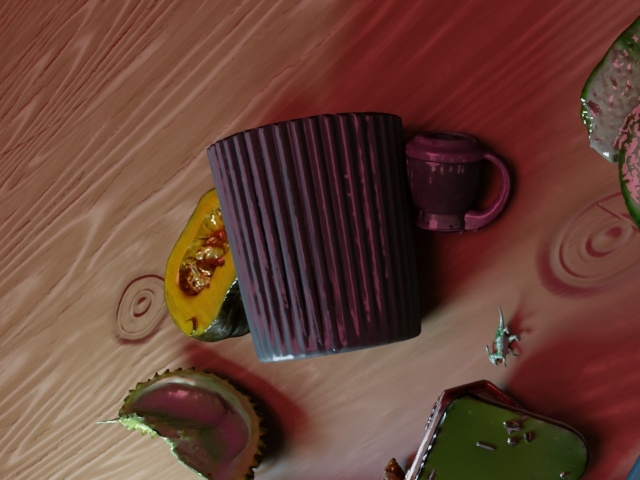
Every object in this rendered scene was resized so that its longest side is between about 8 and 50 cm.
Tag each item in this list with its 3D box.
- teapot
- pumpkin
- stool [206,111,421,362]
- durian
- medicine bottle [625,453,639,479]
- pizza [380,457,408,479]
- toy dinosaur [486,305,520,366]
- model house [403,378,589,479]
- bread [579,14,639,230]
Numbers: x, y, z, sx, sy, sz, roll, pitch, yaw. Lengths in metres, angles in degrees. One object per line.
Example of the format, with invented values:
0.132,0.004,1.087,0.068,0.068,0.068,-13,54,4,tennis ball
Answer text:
0.194,-0.081,1.516,0.116,0.148,0.146,-119,30,-71,teapot
-0.136,0.045,1.789,0.317,0.139,0.222,-54,53,25,pumpkin
0.000,0.000,1.562,0.297,0.297,0.330,-11,86,42,stool
-0.217,0.326,1.835,0.355,0.169,0.158,20,105,40,durian
0.410,0.299,1.312,0.124,0.079,0.258,40,115,36,medicine bottle
0.113,0.426,1.575,0.154,0.069,0.194,-10,78,24,pizza
0.256,0.140,1.497,0.062,0.021,0.083,-37,66,51,toy dinosaur
0.232,0.316,1.463,0.207,0.154,0.294,17,116,-2,model house
0.478,-0.120,1.217,0.381,0.129,0.366,13,99,43,bread
